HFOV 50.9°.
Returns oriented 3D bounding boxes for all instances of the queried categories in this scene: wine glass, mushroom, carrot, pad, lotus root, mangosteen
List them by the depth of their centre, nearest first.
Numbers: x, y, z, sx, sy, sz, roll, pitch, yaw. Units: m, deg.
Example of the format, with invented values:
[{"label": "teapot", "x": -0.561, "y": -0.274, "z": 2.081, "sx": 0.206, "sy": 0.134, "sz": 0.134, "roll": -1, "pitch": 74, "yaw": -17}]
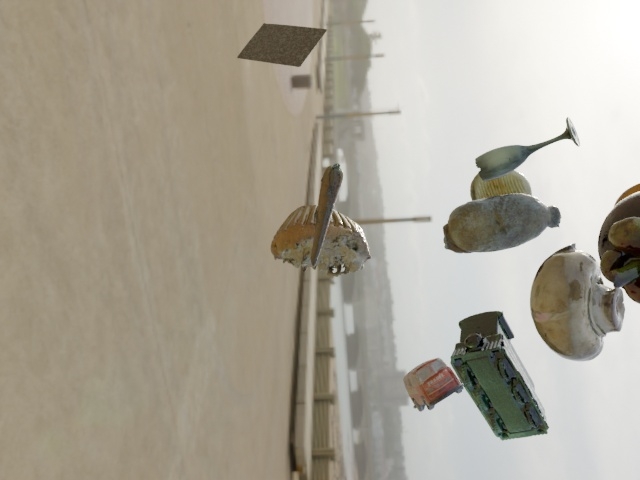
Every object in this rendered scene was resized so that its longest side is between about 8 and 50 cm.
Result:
[{"label": "mangosteen", "x": 0.562, "y": 0.015, "z": 1.145, "sx": 0.230, "sy": 0.194, "sz": 0.194, "roll": -29, "pitch": 123, "yaw": -43}, {"label": "mushroom", "x": 0.547, "y": 0.132, "z": 1.445, "sx": 0.255, "sy": 0.184, "sz": 0.255, "roll": -5, "pitch": 96, "yaw": -48}, {"label": "carrot", "x": 0.008, "y": -0.054, "z": 1.508, "sx": 0.049, "sy": 0.049, "sz": 0.254, "roll": -86, "pitch": -172, "yaw": -66}, {"label": "pad", "x": -0.112, "y": -0.558, "z": 1.911, "sx": 0.158, "sy": 0.235, "sz": 0.003, "roll": -58, "pitch": 145, "yaw": -23}, {"label": "lotus root", "x": 0.529, "y": -0.056, "z": 1.982, "sx": 0.175, "sy": 0.349, "sz": 0.175, "roll": -12, "pitch": 90, "yaw": -77}, {"label": "wine glass", "x": 0.676, "y": -0.202, "z": 2.108, "sx": 0.096, "sy": 0.309, "sz": 0.264, "roll": -32, "pitch": 98, "yaw": -60}]

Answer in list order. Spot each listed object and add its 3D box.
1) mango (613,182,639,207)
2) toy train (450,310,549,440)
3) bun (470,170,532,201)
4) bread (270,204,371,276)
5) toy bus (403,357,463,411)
[{"label": "mango", "x": 1.124, "y": -0.134, "z": 2.232, "sx": 0.191, "sy": 0.290, "sz": 0.160, "roll": 27, "pitch": 35, "yaw": -50}, {"label": "toy train", "x": 0.425, "y": 0.315, "z": 1.576, "sx": 0.330, "sy": 0.138, "sz": 0.178, "roll": 56, "pitch": 31, "yaw": -26}, {"label": "bun", "x": 0.664, "y": -0.163, "z": 2.514, "sx": 0.153, "sy": 0.244, "sz": 0.244, "roll": 33, "pitch": 54, "yaw": -80}, {"label": "bread", "x": 0.000, "y": 0.000, "z": 1.841, "sx": 0.274, "sy": 0.274, "sz": 0.149, "roll": 81, "pitch": 9, "yaw": -62}, {"label": "toy bus", "x": 0.201, "y": 0.260, "z": 1.225, "sx": 0.077, "sy": 0.079, "sz": 0.174, "roll": 60, "pitch": -9, "yaw": 13}]
